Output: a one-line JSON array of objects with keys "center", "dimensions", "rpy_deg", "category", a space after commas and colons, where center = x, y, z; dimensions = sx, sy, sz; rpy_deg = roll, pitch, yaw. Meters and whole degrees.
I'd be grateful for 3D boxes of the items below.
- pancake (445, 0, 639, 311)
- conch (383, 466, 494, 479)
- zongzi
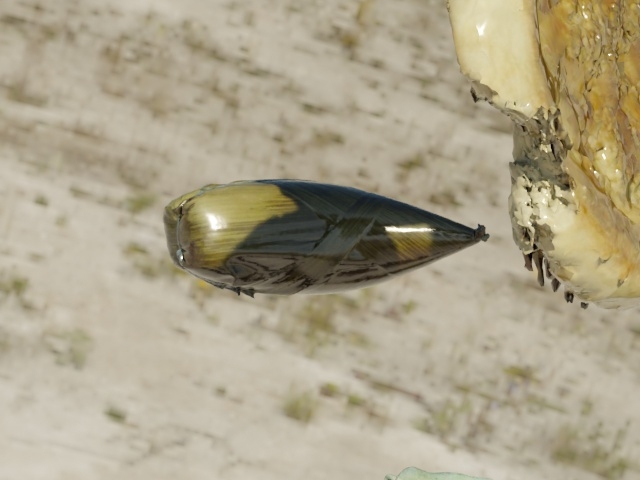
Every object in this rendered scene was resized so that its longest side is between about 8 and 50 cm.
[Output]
[{"center": [0.165, -0.138, 1.017], "dimensions": [0.071, 0.382, 0.382], "rpy_deg": [-6, -1, 29], "category": "pancake"}, {"center": [0.100, 0.195, 0.987], "dimensions": [0.065, 0.088, 0.180], "rpy_deg": [-30, 64, -30], "category": "conch"}, {"center": [0.000, 0.000, 1.540], "dimensions": [0.242, 0.112, 0.221], "rpy_deg": [3, 3, 35], "category": "zongzi"}]
